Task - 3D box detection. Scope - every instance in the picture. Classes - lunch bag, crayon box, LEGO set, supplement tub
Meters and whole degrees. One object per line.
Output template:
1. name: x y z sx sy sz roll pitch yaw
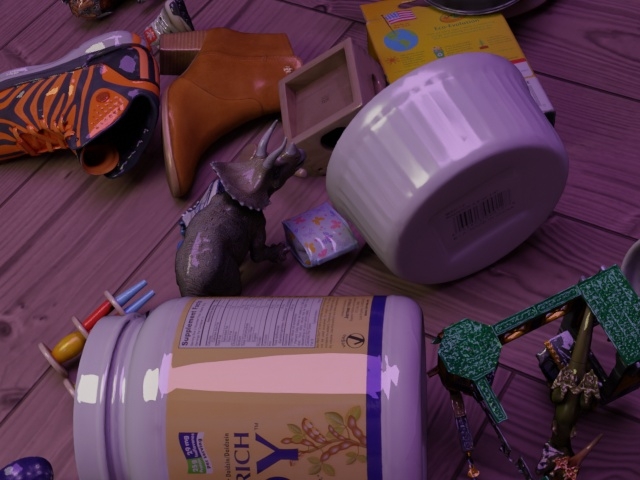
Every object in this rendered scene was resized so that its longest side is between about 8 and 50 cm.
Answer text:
1. lunch bag: 0.000 0.000 1.394 0.071 0.053 0.083 -25 40 -17
2. crayon box: 0.187 -0.239 1.563 0.202 0.081 0.318 -12 48 -3
3. LEGO set: 0.266 0.198 1.114 0.255 0.192 0.331 -34 68 -9
4. supplement tub: -0.059 0.176 1.116 0.331 0.241 0.241 -1 48 7

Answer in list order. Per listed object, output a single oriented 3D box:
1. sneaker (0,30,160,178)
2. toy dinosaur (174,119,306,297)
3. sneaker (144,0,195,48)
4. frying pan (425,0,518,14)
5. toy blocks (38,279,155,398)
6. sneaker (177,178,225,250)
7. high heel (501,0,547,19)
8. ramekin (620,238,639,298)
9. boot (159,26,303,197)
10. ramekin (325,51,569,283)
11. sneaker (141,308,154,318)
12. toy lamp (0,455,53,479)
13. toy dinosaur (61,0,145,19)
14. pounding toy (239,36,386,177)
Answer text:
1. sneaker: -0.363 -0.153 1.504 0.321 0.124 0.180 -27 55 15
2. toy dinosaur: -0.124 0.017 1.312 0.121 0.160 0.313 15 64 31
3. sneaker: -0.231 -0.321 1.664 0.075 0.161 0.057 -21 88 -2
4. frying pan: 0.172 -0.434 1.639 0.326 0.053 0.197 18 64 20
5. toy blocks: -0.246 0.119 1.299 0.148 0.054 0.123 -39 54 -9
6. sneaker: -0.159 -0.030 1.445 0.058 0.052 0.135 -3 46 15
7. high heel: 0.337 -0.450 1.754 0.377 0.127 0.181 -31 11 -7
8. ramekin: 0.431 0.074 1.172 0.109 0.207 0.207 -20 48 -22
9. boot: -0.122 -0.191 1.555 0.211 0.104 0.295 -1 58 -8
10. ramekin: 0.158 -0.073 1.298 0.277 0.277 0.135 -22 57 -12
11. sneaker: -0.194 0.111 1.333 0.037 0.032 0.083 -36 54 -23
12. toy lamp: -0.258 0.340 1.105 0.080 0.080 0.275 -28 51 -17
13. toy dinosaur: -0.323 -0.492 1.851 0.218 0.164 0.322 37 42 17
14. pounding toy: -0.005 -0.141 1.495 0.206 0.094 0.181 -28 50 26
